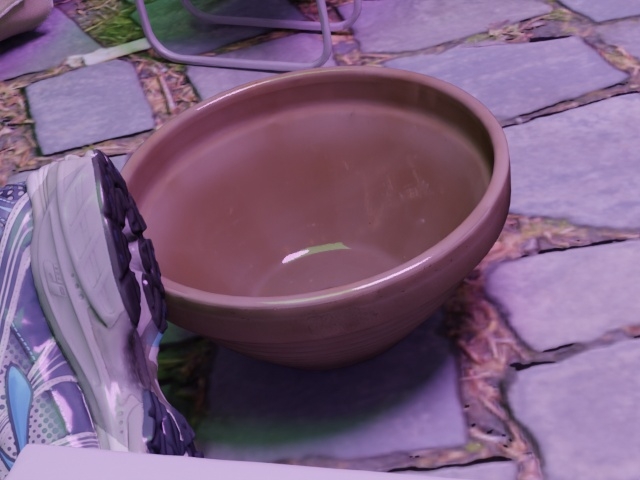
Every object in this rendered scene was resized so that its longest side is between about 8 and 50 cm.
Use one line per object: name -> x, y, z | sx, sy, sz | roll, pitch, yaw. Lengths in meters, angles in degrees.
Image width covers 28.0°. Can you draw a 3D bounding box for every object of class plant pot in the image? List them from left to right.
plant pot -> 0.000, 0.000, 0.775 | 0.237, 0.110, 0.237 | -8, 37, 6

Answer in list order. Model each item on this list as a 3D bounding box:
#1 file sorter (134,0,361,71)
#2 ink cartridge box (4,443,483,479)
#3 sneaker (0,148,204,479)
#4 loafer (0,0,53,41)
file sorter -> -0.028, -0.291, 1.108 | 0.193, 0.173, 0.278 | 8, 41, 25
ink cartridge box -> 0.046, 0.193, 0.417 | 0.307, 0.223, 0.129 | 2, 38, 17
sneaker -> -0.127, 0.102, 0.626 | 0.122, 0.110, 0.283 | -16, 69, 7
loafer -> -0.294, -0.214, 1.147 | 0.102, 0.092, 0.268 | -13, 43, 47
